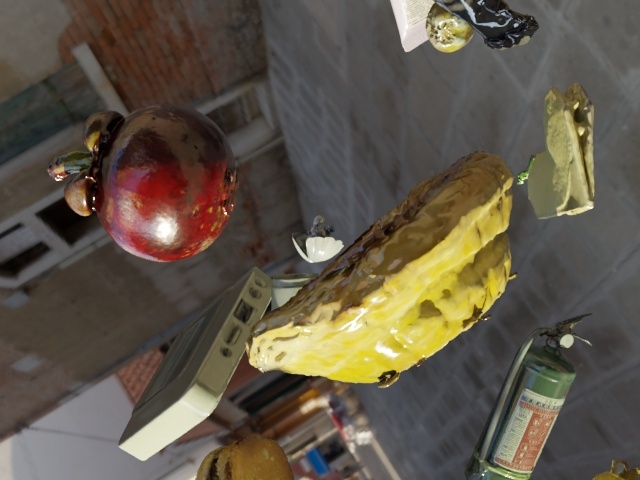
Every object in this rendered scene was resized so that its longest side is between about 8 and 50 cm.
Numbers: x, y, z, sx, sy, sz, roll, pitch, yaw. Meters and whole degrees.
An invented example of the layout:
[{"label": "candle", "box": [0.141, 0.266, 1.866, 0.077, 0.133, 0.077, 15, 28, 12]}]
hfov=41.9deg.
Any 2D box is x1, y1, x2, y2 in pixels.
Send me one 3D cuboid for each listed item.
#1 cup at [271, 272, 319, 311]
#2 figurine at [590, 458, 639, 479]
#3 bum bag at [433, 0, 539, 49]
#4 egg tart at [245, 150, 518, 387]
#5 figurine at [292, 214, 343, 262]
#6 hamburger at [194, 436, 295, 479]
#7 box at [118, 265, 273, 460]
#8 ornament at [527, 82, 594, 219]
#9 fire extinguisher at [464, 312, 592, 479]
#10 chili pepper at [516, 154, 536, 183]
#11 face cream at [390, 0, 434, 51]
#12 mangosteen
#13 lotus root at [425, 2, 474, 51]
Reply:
[{"label": "cup", "box": [-0.037, 0.127, 1.373, 0.120, 0.120, 0.141, -155, 58, -77]}, {"label": "figurine", "box": [0.558, 0.539, 1.598, 0.127, 0.234, 0.185, 3, 161, 37]}, {"label": "bum bag", "box": [0.251, -0.363, 1.324, 0.197, 0.049, 0.087, 32, 154, -16]}, {"label": "egg tart", "box": [0.062, 0.041, 0.723, 0.115, 0.290, 0.290, 52, 173, 1]}, {"label": "figurine", "box": [0.000, 0.000, 1.590, 0.094, 0.086, 0.082, 19, -136, -40]}, {"label": "hamburger", "box": [-0.129, 0.436, 1.416, 0.182, 0.118, 0.191, 36, -147, -33]}, {"label": "box", "box": [-0.262, 0.255, 1.761, 0.090, 0.367, 0.373, 36, 136, -12]}, {"label": "ornament", "box": [0.355, -0.105, 1.196, 0.180, 0.059, 0.201, -99, 5, -50]}, {"label": "fire extinguisher", "box": [0.303, 0.230, 1.207, 0.118, 0.294, 0.093, 15, -167, -22]}, {"label": "chili pepper", "box": [0.469, -0.157, 1.901, 0.027, 0.022, 0.083, 53, 133, 35]}, {"label": "face cream", "box": [0.195, -0.546, 1.744, 0.274, 0.154, 0.096, 61, 173, -33]}, {"label": "mangosteen", "box": [-0.240, -0.084, 1.128, 0.215, 0.257, 0.215, 11, -90, -82]}, {"label": "lotus root", "box": [0.275, -0.455, 1.713, 0.088, 0.192, 0.113, 6, 123, 25]}]
